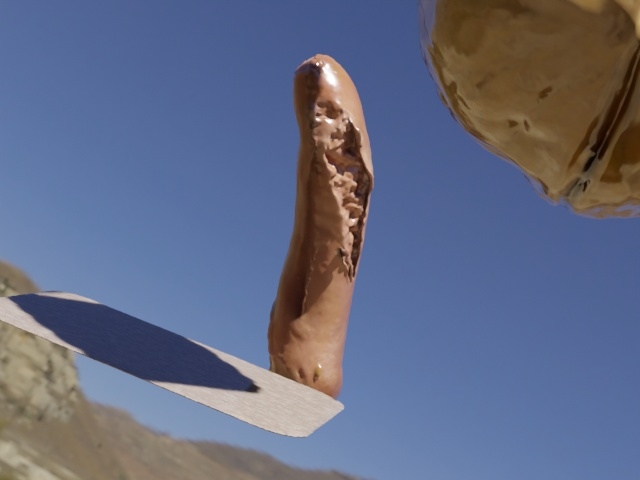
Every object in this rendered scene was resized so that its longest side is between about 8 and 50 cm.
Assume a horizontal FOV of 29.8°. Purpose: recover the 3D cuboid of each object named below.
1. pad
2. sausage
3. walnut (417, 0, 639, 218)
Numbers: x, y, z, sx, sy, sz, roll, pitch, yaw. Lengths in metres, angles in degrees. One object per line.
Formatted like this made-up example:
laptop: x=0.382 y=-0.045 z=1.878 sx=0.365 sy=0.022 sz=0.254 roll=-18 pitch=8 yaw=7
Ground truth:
pad: x=-0.117 y=0.089 z=0.917 sx=0.266 sy=0.002 sz=0.176 roll=21 pitch=6 yaw=12
sausage: x=0.000 y=0.000 z=0.991 sx=0.078 sy=0.304 sz=0.078 roll=6 pitch=17 yaw=-2
walnut: x=0.122 y=-0.087 z=0.442 sx=0.167 sy=0.167 sz=0.207 roll=27 pitch=24 yaw=10
